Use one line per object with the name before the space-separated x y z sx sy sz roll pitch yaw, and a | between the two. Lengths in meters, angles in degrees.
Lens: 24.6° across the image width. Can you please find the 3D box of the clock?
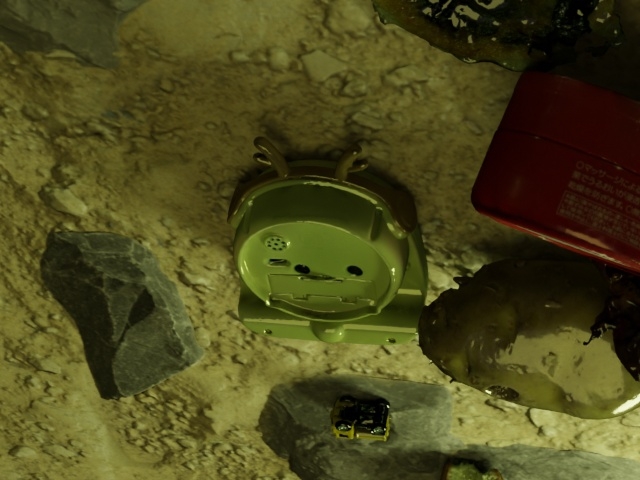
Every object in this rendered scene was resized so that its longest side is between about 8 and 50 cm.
clock | 0.000 0.000 1.721 0.235 0.096 0.308 4 140 13

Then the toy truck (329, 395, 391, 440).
toy truck | 0.055 0.254 2.063 0.083 0.049 0.054 4 143 10

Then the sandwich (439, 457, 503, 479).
sandwich | 0.231 0.436 2.180 0.122 0.128 0.236 -6 139 11

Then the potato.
potato | 0.263 0.111 1.729 0.296 0.141 0.192 4 114 8

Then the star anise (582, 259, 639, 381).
star anise | 0.363 0.050 1.615 0.157 0.212 0.053 -6 165 14

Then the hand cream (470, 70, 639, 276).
hand cream | 0.271 -0.059 1.444 0.230 0.149 0.230 20 179 0

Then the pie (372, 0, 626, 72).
pie | 0.162 -0.296 1.319 0.296 0.078 0.371 14 143 2
